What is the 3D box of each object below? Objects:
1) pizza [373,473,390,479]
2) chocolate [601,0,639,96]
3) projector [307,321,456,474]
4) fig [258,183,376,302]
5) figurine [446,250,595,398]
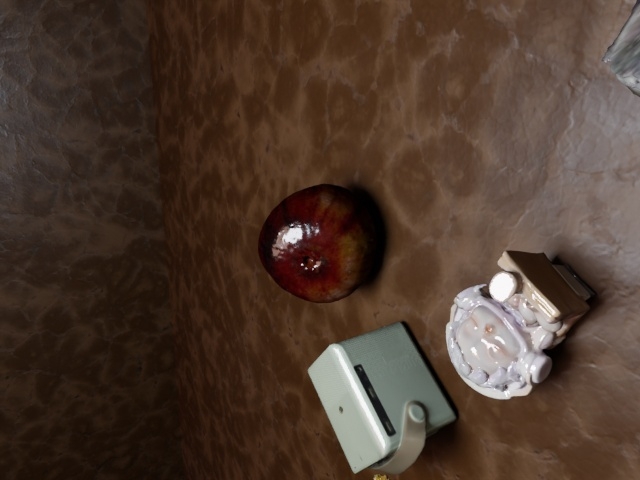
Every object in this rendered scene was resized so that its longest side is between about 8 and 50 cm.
[{"bbox_3d":[0.146,0.544,1.048,0.083,0.025,0.078,61,145,28],"label":"pizza"},{"bbox_3d":[0.376,-0.150,0.294,0.213,0.303,0.303,38,144,-9],"label":"chocolate"},{"bbox_3d":[0.112,0.293,0.889,0.243,0.177,0.163,62,146,26],"label":"projector"},{"bbox_3d":[-0.004,0.003,0.954,0.235,0.235,0.214,121,166,-46],"label":"fig"},{"bbox_3d":[0.248,0.125,0.663,0.163,0.141,0.237,62,144,33],"label":"figurine"}]
